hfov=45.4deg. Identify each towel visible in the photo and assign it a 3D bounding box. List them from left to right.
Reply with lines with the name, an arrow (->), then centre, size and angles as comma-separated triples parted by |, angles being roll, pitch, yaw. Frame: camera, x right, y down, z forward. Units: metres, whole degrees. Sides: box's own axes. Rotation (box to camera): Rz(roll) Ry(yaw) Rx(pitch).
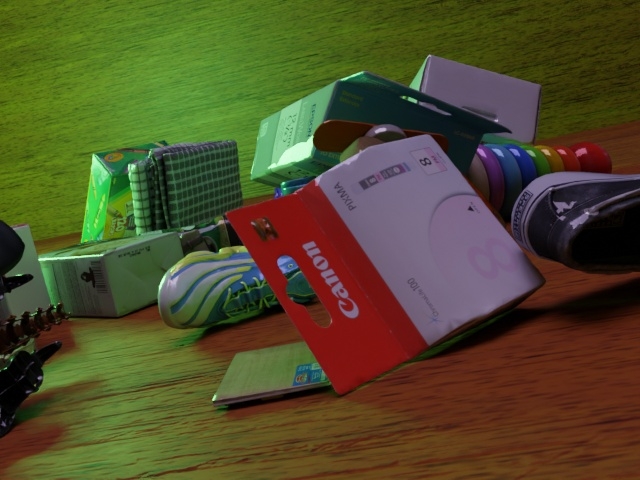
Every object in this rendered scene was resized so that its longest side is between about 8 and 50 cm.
towel -> -0.245, -0.073, 1.503 | 0.121, 0.235, 0.284 | 1, 13, 20

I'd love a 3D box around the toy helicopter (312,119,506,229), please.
toy helicopter -> 0.134, -0.055, 0.956 | 0.140, 0.235, 0.355 | -46, -26, 21

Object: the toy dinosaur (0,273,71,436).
toy dinosaur -> -0.383, 0.113, 0.748 | 0.218, 0.164, 0.322 | -26, 21, 33

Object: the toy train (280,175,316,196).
toy train -> 0.065, -0.032, 1.059 | 0.248, 0.143, 0.105 | -9, 9, 21

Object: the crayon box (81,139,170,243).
crayon box -> -0.404, -0.069, 1.622 | 0.165, 0.278, 0.081 | -19, 54, -39

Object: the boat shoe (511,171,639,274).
boat shoe -> 0.331, -0.021, 0.686 | 0.306, 0.113, 0.105 | 0, 19, -17

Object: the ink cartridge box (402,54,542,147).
ink cartridge box -> 0.255, -0.205, 1.465 | 0.226, 0.131, 0.306 | 13, -18, -6

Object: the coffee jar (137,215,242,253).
coffee jar -> -0.215, 0.015, 1.315 | 0.184, 0.096, 0.079 | -13, 11, -11

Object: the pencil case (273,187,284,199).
pencil case -> 0.053, -0.073, 1.442 | 0.306, 0.119, 0.133 | -12, -21, 4

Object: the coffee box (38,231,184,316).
coffee box -> -0.344, 0.055, 1.217 | 0.247, 0.098, 0.141 | -4, 11, 43

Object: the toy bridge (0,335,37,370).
toy bridge -> -0.392, 0.138, 0.965 | 0.063, 0.026, 0.188 | -12, 7, -19

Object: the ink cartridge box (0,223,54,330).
ink cartridge box -> -0.542, 0.069, 1.191 | 0.218, 0.158, 0.092 | -8, 10, 23

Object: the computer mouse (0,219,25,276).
computer mouse -> -0.488, 0.009, 0.982 | 0.272, 0.072, 0.188 | 2, 33, 40

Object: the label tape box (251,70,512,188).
label tape box -> 0.076, -0.130, 1.154 | 0.249, 0.115, 0.348 | 15, -8, -25

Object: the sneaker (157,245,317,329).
sneaker -> -0.081, 0.046, 0.923 | 0.126, 0.091, 0.240 | -6, 9, 33

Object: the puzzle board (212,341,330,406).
puzzle board -> -0.036, 0.114, 0.668 | 0.096, 0.011, 0.128 | -10, 9, 4

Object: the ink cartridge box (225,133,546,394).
ink cartridge box -> 0.064, 0.007, 0.670 | 0.232, 0.189, 0.066 | -16, -26, -43

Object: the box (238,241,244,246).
box -> 0.000, 0.000, 1.265 | 0.220, 0.051, 0.175 | -16, 9, -30

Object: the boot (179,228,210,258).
boot -> -0.196, 0.024, 1.254 | 0.119, 0.087, 0.042 | -12, 6, -6

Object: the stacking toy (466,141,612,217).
stacking toy -> 0.350, -0.112, 1.282 | 0.330, 0.141, 0.141 | -11, 7, -24
